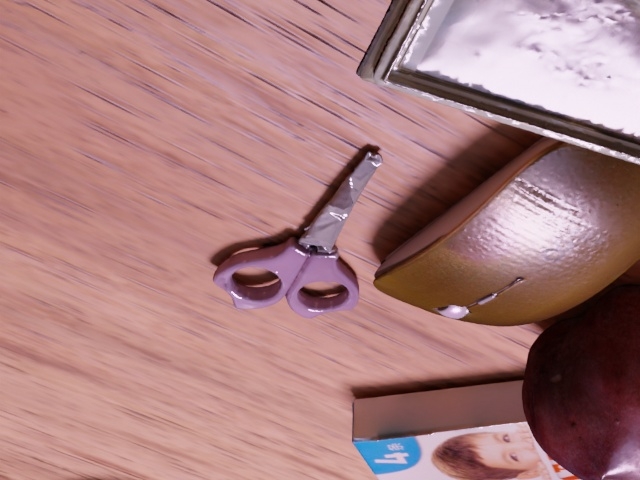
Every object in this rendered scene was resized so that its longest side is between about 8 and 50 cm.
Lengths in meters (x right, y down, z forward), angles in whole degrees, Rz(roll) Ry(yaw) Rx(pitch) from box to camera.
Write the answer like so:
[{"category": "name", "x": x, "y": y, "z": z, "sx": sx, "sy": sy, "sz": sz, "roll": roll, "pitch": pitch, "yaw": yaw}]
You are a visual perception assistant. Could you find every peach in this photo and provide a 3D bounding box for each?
[{"category": "peach", "x": 0.220, "y": 0.112, "z": 1.227, "sx": 0.152, "sy": 0.152, "sz": 0.152, "roll": 2, "pitch": 148, "yaw": 1}]

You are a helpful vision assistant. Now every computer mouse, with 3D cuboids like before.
[{"category": "computer mouse", "x": 0.135, "y": 0.004, "z": 1.147, "sx": 0.126, "sy": 0.056, "sz": 0.245, "roll": 21, "pitch": 145, "yaw": -25}]

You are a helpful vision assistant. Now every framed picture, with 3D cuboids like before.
[{"category": "framed picture", "x": 0.163, "y": -0.148, "z": 0.875, "sx": 0.217, "sy": 0.017, "sz": 0.274, "roll": 15, "pitch": 135, "yaw": -12}]

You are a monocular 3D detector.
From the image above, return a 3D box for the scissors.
[{"category": "scissors", "x": 0.000, "y": 0.000, "z": 1.181, "sx": 0.110, "sy": 0.021, "sz": 0.212, "roll": 11, "pitch": 148, "yaw": -17}]

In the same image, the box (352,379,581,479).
[{"category": "box", "x": 0.190, "y": 0.199, "z": 1.456, "sx": 0.265, "sy": 0.048, "sz": 0.273, "roll": -8, "pitch": 147, "yaw": 17}]
